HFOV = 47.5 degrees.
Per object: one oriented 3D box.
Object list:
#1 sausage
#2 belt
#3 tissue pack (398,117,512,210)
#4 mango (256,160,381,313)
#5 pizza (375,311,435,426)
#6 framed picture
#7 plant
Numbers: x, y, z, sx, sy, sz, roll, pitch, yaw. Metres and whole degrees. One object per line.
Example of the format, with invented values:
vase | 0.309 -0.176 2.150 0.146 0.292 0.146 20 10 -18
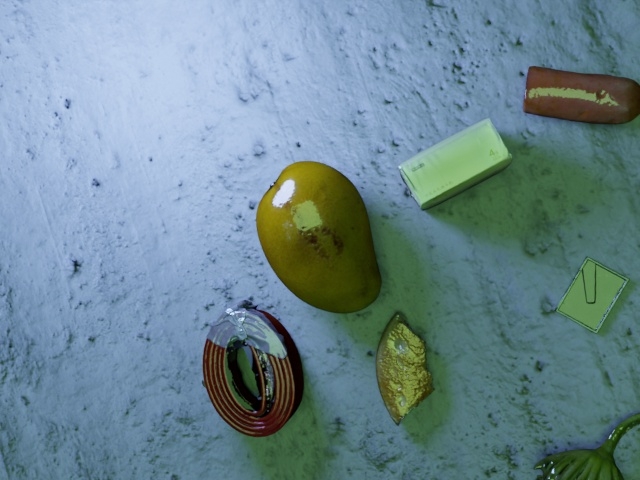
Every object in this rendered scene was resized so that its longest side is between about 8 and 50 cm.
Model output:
sausage | 0.593 -0.325 1.647 0.259 0.113 0.113 10 92 11
belt | -0.170 0.310 1.773 0.227 0.115 0.324 -19 86 8
tissue pack | 0.305 -0.170 1.669 0.234 0.159 0.125 -29 85 9
mango | 0.000 0.000 1.695 0.264 0.221 0.378 -28 94 5
pizza | 0.197 0.306 1.740 0.134 0.056 0.271 -11 87 12
framed picture | 0.630 0.127 1.689 0.109 0.011 0.149 30 95 8
plant | 0.644 0.507 1.664 0.251 0.180 0.333 31 62 15
